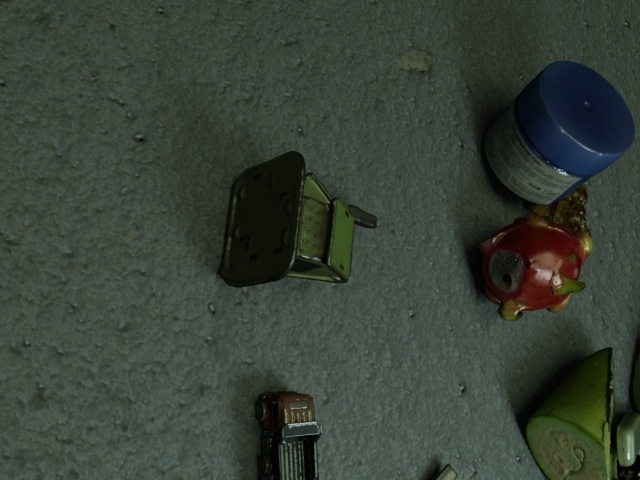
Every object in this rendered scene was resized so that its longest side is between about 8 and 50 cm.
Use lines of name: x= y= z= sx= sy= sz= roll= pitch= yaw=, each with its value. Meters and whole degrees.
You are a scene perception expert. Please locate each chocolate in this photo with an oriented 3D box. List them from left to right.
chocolate: x=0.698 y=0.558 z=1.606 sx=0.156 sy=0.156 sz=0.133 roll=24 pitch=94 yaw=-26

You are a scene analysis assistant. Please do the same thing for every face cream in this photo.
face cream: x=0.517 y=-0.231 z=1.569 sx=0.248 sy=0.225 sz=0.249 roll=12 pitch=60 yaw=-21

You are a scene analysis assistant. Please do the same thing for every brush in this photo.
brush: x=0.187 y=0.498 z=1.343 sx=0.190 sy=0.027 sz=0.034 roll=-40 pitch=98 yaw=-24

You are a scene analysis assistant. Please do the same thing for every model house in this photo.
model house: x=0.000 y=0.000 z=1.246 sx=0.278 sy=0.204 sz=0.219 roll=19 pitch=70 yaw=-36

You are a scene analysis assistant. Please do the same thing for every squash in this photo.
squash: x=0.607 y=0.375 z=1.527 sx=0.308 sy=0.210 sz=0.234 roll=-30 pitch=118 yaw=-29

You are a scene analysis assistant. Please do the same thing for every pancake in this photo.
pancake: x=0.581 y=-0.093 z=1.702 sx=0.212 sy=0.056 sz=0.258 roll=14 pitch=72 yaw=-29

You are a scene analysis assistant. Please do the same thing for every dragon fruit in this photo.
dragon fruit: x=0.450 y=0.051 z=1.505 sx=0.227 sy=0.224 sz=0.224 roll=0 pitch=79 yaw=-34

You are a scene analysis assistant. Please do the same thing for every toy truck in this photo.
toy truck: x=-0.051 y=0.349 z=1.183 sx=0.083 sy=0.092 sz=0.192 roll=4 pitch=77 yaw=-31

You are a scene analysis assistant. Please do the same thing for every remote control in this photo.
remote control: x=0.685 y=0.436 z=1.572 sx=0.309 sy=0.038 sz=0.090 roll=11 pitch=78 yaw=-62

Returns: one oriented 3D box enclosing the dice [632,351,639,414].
dice: x=0.922 y=0.358 z=1.697 sx=0.252 sy=0.254 sz=0.250 roll=27 pitch=66 yaw=-23
